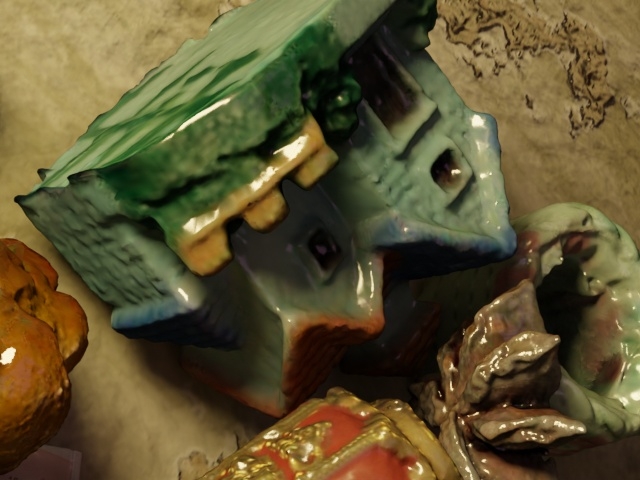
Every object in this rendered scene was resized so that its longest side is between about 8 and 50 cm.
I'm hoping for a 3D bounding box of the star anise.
[{"bbox_3d":[0.128,0.144,1.440,0.089,0.209,0.231,4,32,-16],"label":"star anise"}]

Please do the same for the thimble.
[{"bbox_3d":[0.187,0.085,1.608,0.185,0.149,0.211,-40,102,-40],"label":"thimble"}]

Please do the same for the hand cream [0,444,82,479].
[{"bbox_3d":[-0.253,0.149,1.321,0.216,0.038,0.052,21,93,-36],"label":"hand cream"}]

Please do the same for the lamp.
[{"bbox_3d":[-0.025,0.224,1.353,0.274,0.177,0.177,-34,100,-18],"label":"lamp"}]

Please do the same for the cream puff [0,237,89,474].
[{"bbox_3d":[-0.272,0.050,1.214,0.269,0.241,0.155,16,110,-19],"label":"cream puff"}]

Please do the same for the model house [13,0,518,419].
[{"bbox_3d":[0.000,0.000,1.435,0.295,0.251,0.329,-48,114,-37],"label":"model house"}]
